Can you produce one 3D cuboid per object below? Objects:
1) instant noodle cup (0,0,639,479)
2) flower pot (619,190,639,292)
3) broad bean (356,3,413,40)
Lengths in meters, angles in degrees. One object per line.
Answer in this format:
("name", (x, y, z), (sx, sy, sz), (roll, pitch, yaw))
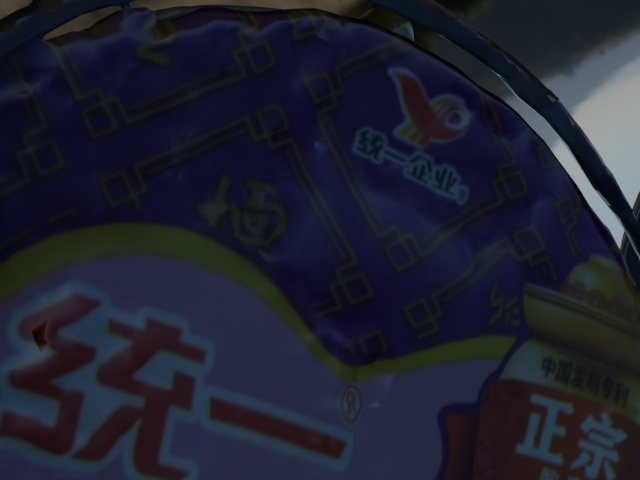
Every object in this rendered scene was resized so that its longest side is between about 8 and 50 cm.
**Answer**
("instant noodle cup", (-0.085, 0.105, 0.483), (0.266, 0.340, 0.340), (-4, -160, 47))
("flower pot", (0.244, 0.070, 0.756), (0.166, 0.269, 0.269), (7, 173, -11))
("broad bean", (-0.005, 0.000, 0.682), (0.069, 0.227, 0.039), (9, 164, -2))
